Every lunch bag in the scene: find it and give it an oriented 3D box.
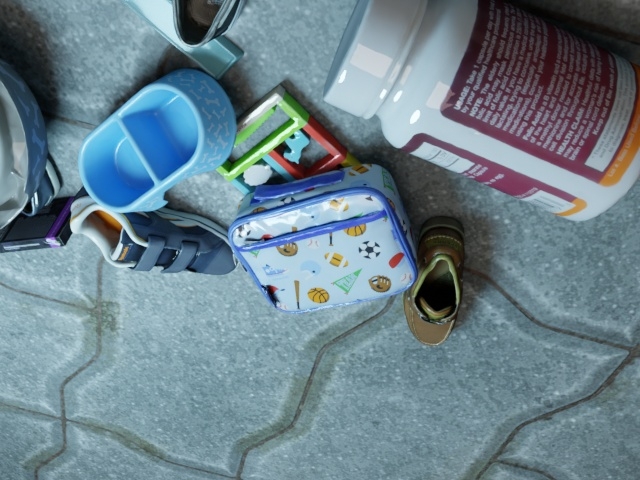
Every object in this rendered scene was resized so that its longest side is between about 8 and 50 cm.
[{"bbox_3d":[0.000,0.000,1.163,0.303,0.115,0.243,-14,126,20],"label":"lunch bag"}]

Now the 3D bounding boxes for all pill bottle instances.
[{"bbox_3d":[0.216,-0.195,0.909,0.392,0.224,0.224,22,132,-10],"label":"pill bottle"}]

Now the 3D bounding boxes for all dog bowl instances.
[{"bbox_3d":[-0.269,-0.148,1.094,0.297,0.074,0.166,-29,94,30],"label":"dog bowl"},{"bbox_3d":[-0.594,-0.160,1.084,0.348,0.102,0.349,3,108,9],"label":"dog bowl"}]

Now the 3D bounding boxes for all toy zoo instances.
[{"bbox_3d":[-0.033,-0.104,1.169,0.192,0.030,0.293,-32,120,33],"label":"toy zoo"}]

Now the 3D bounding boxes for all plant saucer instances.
[{"bbox_3d":[-0.207,-0.315,1.018,0.192,0.018,0.067,38,127,-22],"label":"plant saucer"}]

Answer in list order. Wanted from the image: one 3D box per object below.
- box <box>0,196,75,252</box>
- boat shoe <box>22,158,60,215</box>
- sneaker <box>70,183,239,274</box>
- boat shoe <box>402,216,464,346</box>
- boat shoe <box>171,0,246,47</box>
[{"bbox_3d":[-0.521,-0.029,1.270,0.162,0.116,0.029,-4,132,15],"label":"box"},{"bbox_3d":[-0.536,-0.157,1.179,0.095,0.079,0.255,4,131,17],"label":"boat shoe"},{"bbox_3d":[-0.300,0.005,1.256,0.321,0.127,0.126,25,130,-15],"label":"sneaker"},{"bbox_3d":[0.202,0.104,1.264,0.110,0.104,0.307,2,132,9],"label":"boat shoe"},{"bbox_3d":[-0.118,-0.392,0.861,0.121,0.119,0.335,14,133,-2],"label":"boat shoe"}]
